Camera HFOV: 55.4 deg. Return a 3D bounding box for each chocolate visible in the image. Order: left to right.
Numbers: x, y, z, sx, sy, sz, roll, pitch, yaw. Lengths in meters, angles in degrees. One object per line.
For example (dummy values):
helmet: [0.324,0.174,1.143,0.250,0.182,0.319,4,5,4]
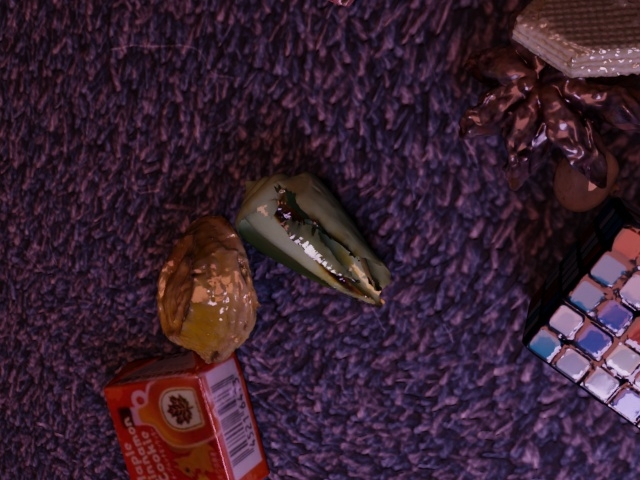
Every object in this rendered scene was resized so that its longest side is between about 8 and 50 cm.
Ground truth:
chocolate: [-0.230,0.314,1.023,0.234,0.108,0.238,-12,97,24]

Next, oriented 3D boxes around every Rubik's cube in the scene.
Rubik's cube: [0.365,0.080,0.705,0.182,0.184,0.187,37,109,12]

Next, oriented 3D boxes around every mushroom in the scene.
mushroom: [0.335,-0.073,0.756,0.079,0.085,0.085,19,112,-27]

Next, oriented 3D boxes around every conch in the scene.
conch: [-0.007,-0.004,0.852,0.250,0.137,0.144,41,134,14]

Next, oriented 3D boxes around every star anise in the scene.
star anise: [0.273,-0.179,0.703,0.235,0.109,0.223,2,76,24]

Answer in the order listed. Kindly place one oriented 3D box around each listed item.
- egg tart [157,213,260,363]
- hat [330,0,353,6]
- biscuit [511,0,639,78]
egg tart: [-0.186,0.077,0.919,0.252,0.098,0.232,-2,91,52]
hat: [0.027,-0.474,0.774,0.236,0.107,0.286,44,117,-2]
biscuit: [0.340,-0.264,0.644,0.252,0.052,0.150,-41,67,-9]
